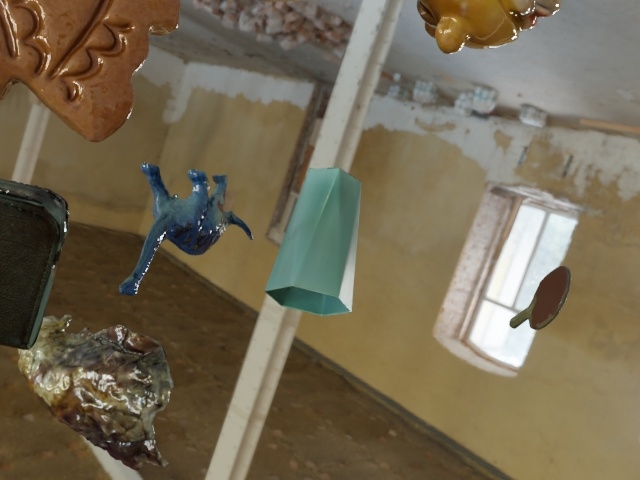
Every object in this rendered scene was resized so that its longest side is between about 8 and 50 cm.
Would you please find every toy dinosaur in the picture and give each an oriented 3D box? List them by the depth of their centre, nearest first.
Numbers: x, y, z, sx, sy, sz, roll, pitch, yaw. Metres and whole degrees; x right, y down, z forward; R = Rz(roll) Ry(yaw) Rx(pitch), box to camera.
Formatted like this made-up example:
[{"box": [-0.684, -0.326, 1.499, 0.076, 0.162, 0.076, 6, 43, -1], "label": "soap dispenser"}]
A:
[{"box": [-0.166, -0.037, 0.807, 0.076, 0.144, 0.329, 1, -168, 18], "label": "toy dinosaur"}]

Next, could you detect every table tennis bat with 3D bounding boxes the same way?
[{"box": [0.459, 0.137, 1.276, 0.022, 0.131, 0.234, 22, 150, 0], "label": "table tennis bat"}]

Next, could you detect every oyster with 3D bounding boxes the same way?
[{"box": [-0.343, 0.224, 0.925, 0.271, 0.275, 0.100, -17, 166, 15], "label": "oyster"}]

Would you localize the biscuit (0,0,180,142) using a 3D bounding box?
[{"box": [-0.275, -0.229, 0.521, 0.306, 0.284, 0.043, -2, -178, -25], "label": "biscuit"}]

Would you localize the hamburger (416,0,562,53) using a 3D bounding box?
[{"box": [0.247, -0.427, 0.959, 0.276, 0.237, 0.276, 41, -157, -22], "label": "hamburger"}]

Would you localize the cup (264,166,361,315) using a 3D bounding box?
[{"box": [0.000, 0.000, 1.051, 0.134, 0.236, 0.148, 31, 149, -36], "label": "cup"}]

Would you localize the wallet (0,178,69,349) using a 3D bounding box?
[{"box": [-0.376, -0.007, 0.477, 0.318, 0.172, 0.045, 14, -149, -24], "label": "wallet"}]
